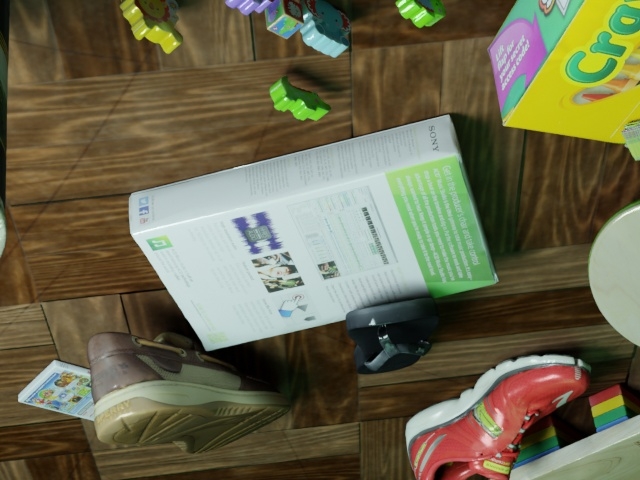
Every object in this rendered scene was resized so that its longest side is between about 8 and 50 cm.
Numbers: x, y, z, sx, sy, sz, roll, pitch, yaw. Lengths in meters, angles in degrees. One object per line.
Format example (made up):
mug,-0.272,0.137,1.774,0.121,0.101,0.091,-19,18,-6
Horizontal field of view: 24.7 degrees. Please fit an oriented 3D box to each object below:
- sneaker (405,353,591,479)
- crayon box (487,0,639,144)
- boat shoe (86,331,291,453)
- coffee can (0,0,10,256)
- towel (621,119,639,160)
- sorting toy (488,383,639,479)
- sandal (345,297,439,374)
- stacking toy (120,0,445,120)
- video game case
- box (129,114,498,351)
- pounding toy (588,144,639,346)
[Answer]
sneaker,0.221,0.231,1.756,0.107,0.118,0.279,22,135,-36
crayon box,0.353,-0.217,1.178,0.313,0.106,0.363,6,143,-18
boat shoe,-0.144,0.153,1.589,0.123,0.123,0.342,-31,160,21
coffee can,-0.325,-0.114,1.052,0.202,0.275,0.201,-5,144,-4
towel,0.304,-0.093,1.251,0.083,0.009,0.060,-15,148,19
sorting toy,0.372,0.290,1.890,0.257,0.089,0.255,-29,139,26
sandal,0.081,0.113,1.561,0.097,0.054,0.254,-11,162,1
stacking toy,-0.027,-0.191,1.199,0.221,0.052,0.167,23,136,-38
video game case,-0.273,0.176,1.682,0.122,0.011,0.087,20,136,-33
box,0.000,0.000,1.457,0.322,0.058,0.232,-12,144,9
pounding toy,0.377,-0.006,1.479,0.183,0.110,0.236,17,123,15
